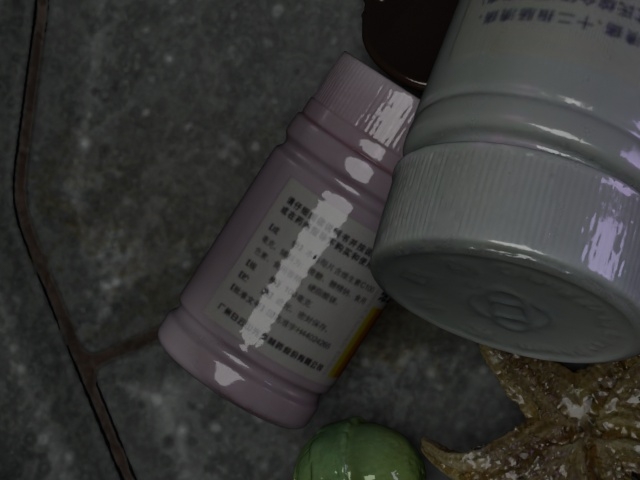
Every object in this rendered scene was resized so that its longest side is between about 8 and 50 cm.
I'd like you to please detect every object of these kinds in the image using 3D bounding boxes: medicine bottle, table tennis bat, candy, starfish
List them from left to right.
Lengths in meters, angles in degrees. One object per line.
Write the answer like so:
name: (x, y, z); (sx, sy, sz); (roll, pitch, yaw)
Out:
candy: (-0.078, 0.214, 1.324); (0.335, 0.092, 0.093); (-20, 97, 19)
medicine bottle: (0.000, 0.000, 1.272); (0.133, 0.133, 0.250); (33, 95, 9)
table tennis bat: (0.060, -0.193, 1.257); (0.170, 0.119, 0.107); (32, 68, 19)
medicine bottle: (0.167, -0.096, 1.149); (0.190, 0.190, 0.332); (18, 68, 10)
starfish: (0.195, 0.137, 1.256); (0.236, 0.062, 0.277); (-20, 67, -7)
